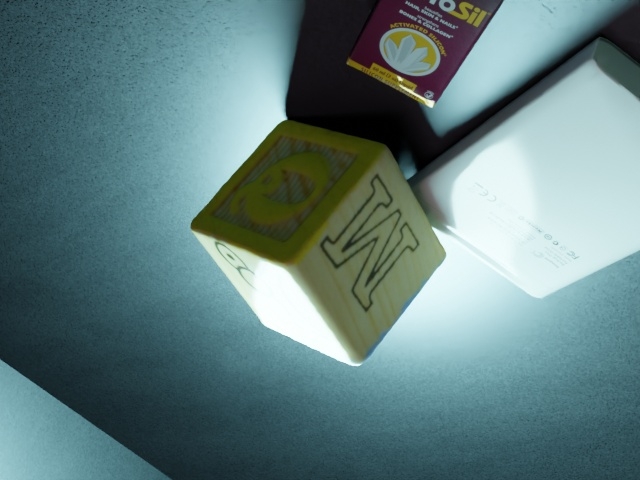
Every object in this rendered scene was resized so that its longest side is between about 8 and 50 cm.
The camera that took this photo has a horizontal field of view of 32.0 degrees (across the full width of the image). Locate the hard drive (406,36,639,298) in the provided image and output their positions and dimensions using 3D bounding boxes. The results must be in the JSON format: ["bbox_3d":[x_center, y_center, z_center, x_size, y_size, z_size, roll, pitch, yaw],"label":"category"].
[{"bbox_3d":[0.277,-0.063,1.254,0.233,0.047,0.353,34,146,-14],"label":"hard drive"}]

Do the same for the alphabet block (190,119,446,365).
[{"bbox_3d":[0.000,0.000,1.340,0.192,0.193,0.197,18,151,43],"label":"alphabet block"}]

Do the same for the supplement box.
[{"bbox_3d":[0.111,-0.231,1.091,0.104,0.081,0.188,27,146,-4],"label":"supplement box"}]
